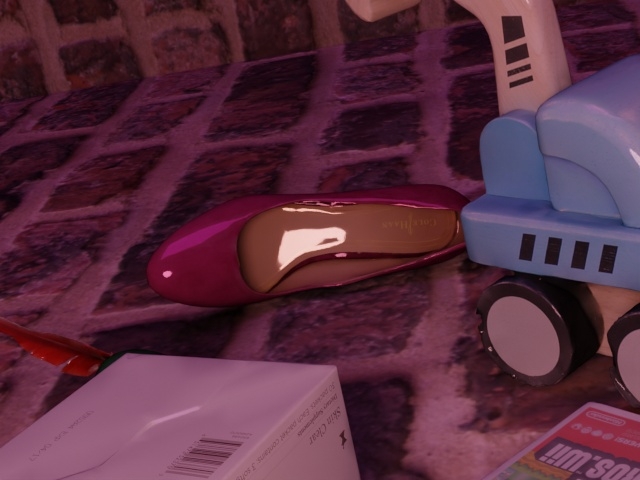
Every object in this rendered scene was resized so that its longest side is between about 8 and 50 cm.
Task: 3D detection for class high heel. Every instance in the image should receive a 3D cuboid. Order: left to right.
[{"bbox_3d":[0.000,0.000,1.363,0.377,0.127,0.181,-17,10,-25],"label":"high heel"}]

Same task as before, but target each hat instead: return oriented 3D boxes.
[{"bbox_3d":[-0.170,0.103,1.101,0.173,0.183,0.208,6,26,39],"label":"hat"}]

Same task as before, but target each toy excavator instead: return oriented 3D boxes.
[{"bbox_3d":[0.219,-0.110,1.090,0.222,0.445,0.433,-26,25,-37],"label":"toy excavator"}]

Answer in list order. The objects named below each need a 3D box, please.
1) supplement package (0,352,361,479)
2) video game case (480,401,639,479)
[{"bbox_3d":[-0.119,0.204,0.853,0.204,0.145,0.262,0,23,31],"label":"supplement package"},{"bbox_3d":[0.189,0.207,0.858,0.285,0.025,0.204,-26,25,-36],"label":"video game case"}]
